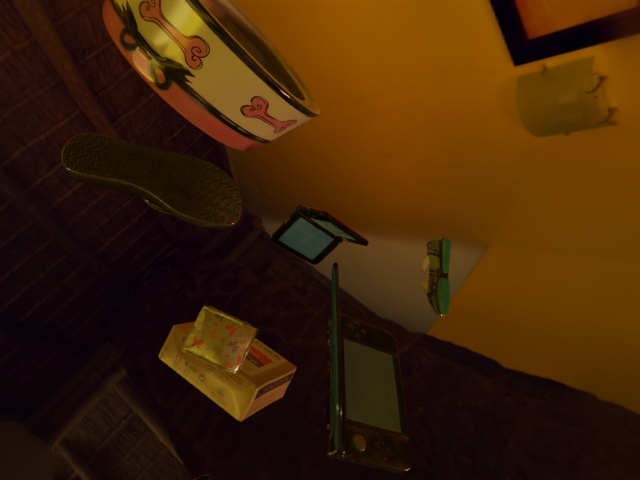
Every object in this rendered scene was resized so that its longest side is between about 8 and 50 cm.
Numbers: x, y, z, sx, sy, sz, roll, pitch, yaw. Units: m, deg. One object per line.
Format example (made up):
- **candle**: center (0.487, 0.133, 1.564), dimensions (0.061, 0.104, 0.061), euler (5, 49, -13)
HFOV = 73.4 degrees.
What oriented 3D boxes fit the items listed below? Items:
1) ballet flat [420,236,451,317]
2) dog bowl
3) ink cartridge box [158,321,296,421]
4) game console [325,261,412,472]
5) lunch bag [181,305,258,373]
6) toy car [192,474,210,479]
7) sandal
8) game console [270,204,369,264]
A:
- **ballet flat**: center (0.264, 0.085, 0.987), dimensions (0.070, 0.070, 0.188), euler (24, -114, -33)
- **dog bowl**: center (-0.190, -0.333, 0.768), dimensions (0.150, 0.407, 0.408), euler (-39, -58, 17)
- **ink cartridge box**: center (-0.197, 0.269, 0.945), dimensions (0.088, 0.235, 0.193), euler (-64, -20, 6)
- **game console**: center (0.091, 0.227, 0.779), dimensions (0.250, 0.173, 0.293), euler (23, -139, -20)
- **lunch bag**: center (-0.139, 0.140, 0.604), dimensions (0.083, 0.053, 0.071), euler (22, -100, 6)
- **toy car**: center (-0.244, 0.474, 0.763), dimensions (0.122, 0.040, 0.060), euler (-30, -95, -27)
- **sandal**: center (-0.232, -0.085, 0.620), dimensions (0.255, 0.054, 0.097), euler (22, -118, -4)
- **game console**: center (0.000, 0.000, 0.844), dimensions (0.144, 0.124, 0.085), euler (32, -101, -41)
